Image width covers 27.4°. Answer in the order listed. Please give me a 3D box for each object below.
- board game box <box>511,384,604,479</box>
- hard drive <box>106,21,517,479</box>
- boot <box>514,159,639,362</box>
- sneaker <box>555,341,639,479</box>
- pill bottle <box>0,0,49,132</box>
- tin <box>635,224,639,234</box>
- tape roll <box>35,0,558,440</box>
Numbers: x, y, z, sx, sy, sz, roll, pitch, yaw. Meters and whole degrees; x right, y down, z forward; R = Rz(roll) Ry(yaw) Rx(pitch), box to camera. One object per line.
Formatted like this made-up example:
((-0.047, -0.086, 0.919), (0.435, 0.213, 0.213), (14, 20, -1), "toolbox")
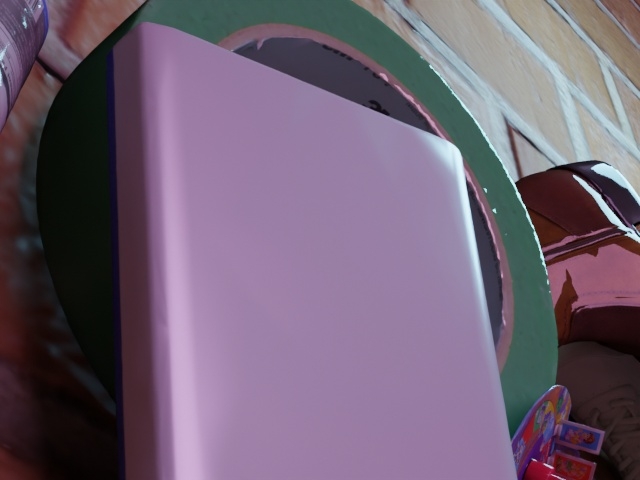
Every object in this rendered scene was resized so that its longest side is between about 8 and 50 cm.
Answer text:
((0.118, 0.164, 0.713), (0.033, 0.168, 0.133), (18, 19, 24), "board game box")
((0.004, 0.072, 0.587), (0.210, 0.040, 0.318), (18, 54, -37), "hard drive")
((0.178, 0.067, 0.911), (0.280, 0.096, 0.264), (-19, 72, -43), "boot")
((0.260, 0.155, 1.046), (0.232, 0.090, 0.115), (38, 32, -28), "sneaker")
((-0.177, -0.081, 0.609), (0.078, 0.078, 0.137), (42, 28, -23), "pill bottle")
((0.417, 0.010, 1.562), (0.190, 0.040, 0.106), (13, 51, -54), "tin")
((0.000, 0.000, 0.731), (0.321, 0.077, 0.321), (27, 46, -32), "tape roll")
